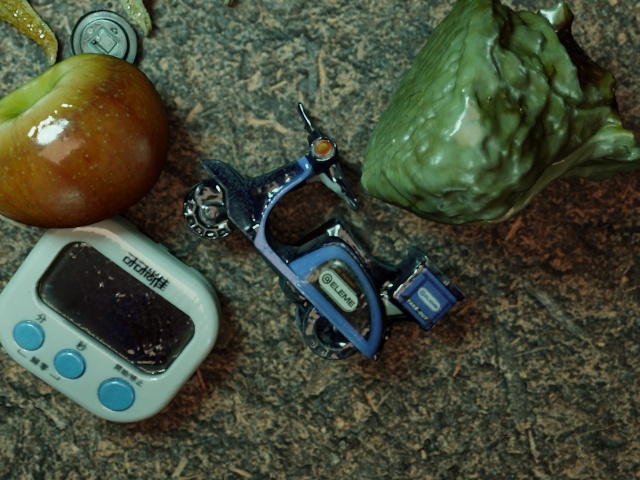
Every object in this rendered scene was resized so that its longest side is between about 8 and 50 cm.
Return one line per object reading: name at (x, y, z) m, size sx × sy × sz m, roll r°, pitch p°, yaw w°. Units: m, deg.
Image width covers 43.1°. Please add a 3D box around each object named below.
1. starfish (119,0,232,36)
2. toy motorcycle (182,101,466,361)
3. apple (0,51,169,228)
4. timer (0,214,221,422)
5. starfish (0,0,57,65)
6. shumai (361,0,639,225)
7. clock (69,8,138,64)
starfish at (-0.226, -0.353, 0.978) m, size 0.138 × 0.050 × 0.247 m, roll -42°, pitch 98°, yaw 10°
toy motorcycle at (0.000, 0.000, 1.036) m, size 0.212 × 0.125 × 0.358 m, roll -45°, pitch 103°, yaw 0°
apple at (-0.291, -0.108, 0.959) m, size 0.235 × 0.210 × 0.173 m, roll -22°, pitch 126°, yaw 12°
timer at (-0.273, 0.100, 1.063) m, size 0.262 × 0.087 × 0.237 m, roll 37°, pitch 100°, yaw -10°
starfish at (-0.459, -0.311, 0.976) m, size 0.299 × 0.060 × 0.302 m, roll -33°, pitch 103°, yaw 4°
shumai at (0.228, -0.112, 0.908) m, size 0.289 × 0.330 × 0.292 m, roll 30°, pitch 110°, yaw -10°
clock at (-0.271, -0.247, 1.017) m, size 0.085 × 0.017 × 0.085 m, roll 0°, pitch 104°, yaw -2°
